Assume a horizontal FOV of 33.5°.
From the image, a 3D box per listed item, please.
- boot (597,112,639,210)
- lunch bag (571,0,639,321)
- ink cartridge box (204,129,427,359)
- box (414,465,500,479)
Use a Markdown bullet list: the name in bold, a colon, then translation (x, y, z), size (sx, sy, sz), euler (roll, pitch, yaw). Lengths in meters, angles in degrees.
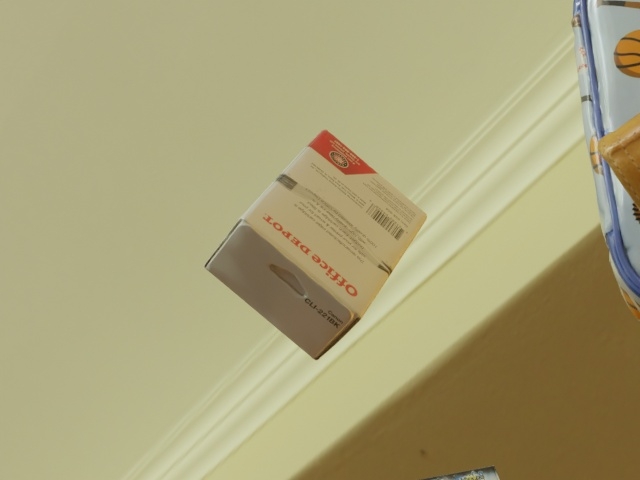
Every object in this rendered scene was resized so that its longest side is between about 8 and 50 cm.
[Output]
- **boot**: translation (0.274, 0.014, 0.449), size (0.211, 0.104, 0.295), euler (-38, -79, 23)
- **lunch bag**: translation (0.304, -0.092, 0.716), size (0.243, 0.303, 0.115), euler (-9, -23, 20)
- **ink cartridge box**: translation (0.000, 0.000, 1.432), size (0.197, 0.273, 0.114), euler (40, -52, -1)
- **box**: translation (0.148, 0.372, 1.420), size (0.207, 0.114, 0.036), euler (-10, -53, -5)
